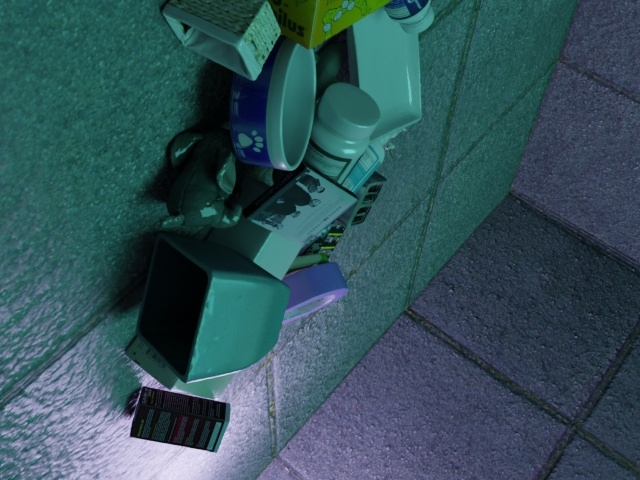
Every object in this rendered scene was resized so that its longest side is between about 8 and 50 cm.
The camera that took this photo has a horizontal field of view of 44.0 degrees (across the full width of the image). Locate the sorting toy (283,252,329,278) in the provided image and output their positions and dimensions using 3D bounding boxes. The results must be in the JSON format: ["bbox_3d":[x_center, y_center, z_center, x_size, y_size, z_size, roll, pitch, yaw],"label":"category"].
[{"bbox_3d":[-0.121,0.081,2.214,0.196,0.047,0.348,-33,164,38],"label":"sorting toy"}]

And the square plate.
[{"bbox_3d":[0.152,-0.433,1.934,0.344,0.049,0.347,-31,121,-53],"label":"square plate"}]

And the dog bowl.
[{"bbox_3d":[-0.090,-0.277,1.585,0.265,0.104,0.264,8,90,-79],"label":"dog bowl"}]

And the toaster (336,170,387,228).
[{"bbox_3d":[0.096,-0.136,2.365,0.186,0.110,0.168,-14,134,-61],"label":"toaster"}]

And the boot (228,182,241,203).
[{"bbox_3d":[-0.230,-0.080,1.813,0.099,0.045,0.121,-19,132,-62],"label":"boot"}]

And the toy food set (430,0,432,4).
[{"bbox_3d":[0.285,-0.644,2.126,0.083,0.020,0.082,-51,159,-10],"label":"toy food set"}]

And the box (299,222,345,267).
[{"bbox_3d":[0.000,0.000,2.459,0.184,0.045,0.191,-63,158,13],"label":"box"}]

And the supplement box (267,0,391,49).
[{"bbox_3d":[0.031,-0.538,1.468,0.357,0.194,0.195,-39,154,-36],"label":"supplement box"}]

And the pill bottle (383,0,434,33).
[{"bbox_3d":[0.191,-0.569,1.824,0.112,0.112,0.187,-53,140,-7],"label":"pill bottle"}]

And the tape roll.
[{"bbox_3d":[-0.059,0.161,2.328,0.275,0.090,0.275,-23,169,-5],"label":"tape roll"}]

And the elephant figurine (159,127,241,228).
[{"bbox_3d":[-0.227,-0.154,1.599,0.170,0.186,0.239,9,110,-20],"label":"elephant figurine"}]

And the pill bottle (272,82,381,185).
[{"bbox_3d":[0.013,-0.213,1.804,0.161,0.161,0.283,-34,165,-45],"label":"pill bottle"}]

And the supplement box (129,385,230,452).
[{"bbox_3d":[-0.370,0.475,2.097,0.073,0.240,0.130,-95,-156,-56],"label":"supplement box"}]

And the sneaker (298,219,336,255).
[{"bbox_3d":[-0.044,-0.018,2.304,0.224,0.083,0.098,-37,166,-16],"label":"sneaker"}]

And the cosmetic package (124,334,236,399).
[{"bbox_3d":[-0.341,0.304,1.999,0.113,0.160,0.309,-55,161,-4],"label":"cosmetic package"}]

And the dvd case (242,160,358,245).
[{"bbox_3d":[-0.040,-0.078,1.776,0.179,0.029,0.239,-39,150,15],"label":"dvd case"}]

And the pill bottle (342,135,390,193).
[{"bbox_3d":[0.074,-0.213,2.142,0.264,0.146,0.146,-49,159,-16],"label":"pill bottle"}]

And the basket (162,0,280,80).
[{"bbox_3d":[-0.162,-0.367,1.346,0.103,0.167,0.113,-57,160,-10],"label":"basket"}]

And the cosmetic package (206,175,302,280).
[{"bbox_3d":[-0.185,0.044,1.949,0.365,0.155,0.197,-57,155,9],"label":"cosmetic package"}]

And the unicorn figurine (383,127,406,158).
[{"bbox_3d":[0.232,-0.345,2.436,0.111,0.060,0.161,-31,133,-47],"label":"unicorn figurine"}]

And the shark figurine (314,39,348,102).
[{"bbox_3d":[0.001,-0.332,1.847,0.166,0.116,0.278,-14,133,-59],"label":"shark figurine"}]

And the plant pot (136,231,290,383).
[{"bbox_3d":[-0.215,0.139,1.720,0.252,0.248,0.247,3,108,-40],"label":"plant pot"}]
